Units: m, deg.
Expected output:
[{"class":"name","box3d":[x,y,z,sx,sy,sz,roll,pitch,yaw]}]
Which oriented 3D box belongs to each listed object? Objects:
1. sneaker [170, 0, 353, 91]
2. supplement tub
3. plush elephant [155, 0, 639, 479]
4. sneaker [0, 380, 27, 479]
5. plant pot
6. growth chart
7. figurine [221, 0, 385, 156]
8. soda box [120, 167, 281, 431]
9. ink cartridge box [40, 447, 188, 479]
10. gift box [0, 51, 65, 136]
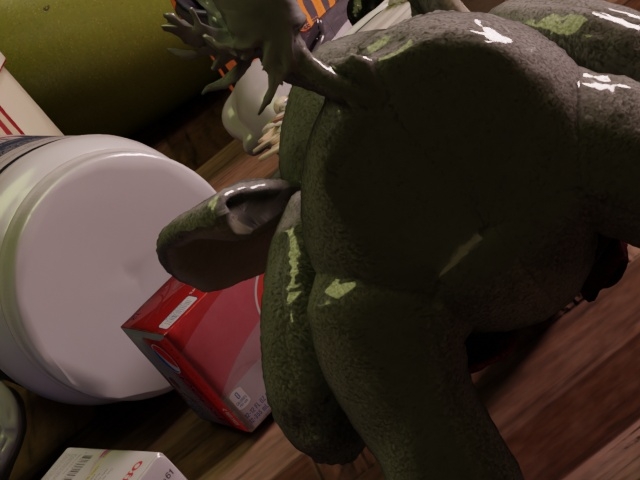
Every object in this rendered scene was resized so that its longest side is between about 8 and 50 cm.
[{"class":"sneaker","box3d":[-0.034,-0.259,1.625,0.124,0.180,0.321,-27,24,30]},{"class":"supplement tub","box3d":[-0.187,0.017,1.303,0.191,0.191,0.272,-46,22,-17]},{"class":"plush elephant","box3d":[0.061,-0.025,0.912,0.272,0.330,0.255,-45,2,6]},{"class":"sneaker","box3d":[-0.277,0.198,1.267,0.232,0.090,0.115,-51,-10,1]},{"class":"plant pot","box3d":[-0.225,-0.214,1.794,0.293,0.275,0.275,-13,30,22]},{"class":"growth chart","box3d":[0.019,-0.118,1.224,0.172,0.021,0.237,-42,11,5]},{"class":"figurine","box3d":[0.034,-0.111,1.355,0.215,0.092,0.209,-38,25,6]},{"class":"soda box","box3d":[0.000,0.000,1.162,0.263,0.092,0.083,-46,19,-18]},{"class":"ink cartridge box","box3d":[-0.138,0.176,1.094,0.088,0.052,0.122,-51,22,-27]},{"class":"gift box","box3d":[-0.360,-0.007,1.553,0.276,0.258,0.255,-34,21,12]}]
